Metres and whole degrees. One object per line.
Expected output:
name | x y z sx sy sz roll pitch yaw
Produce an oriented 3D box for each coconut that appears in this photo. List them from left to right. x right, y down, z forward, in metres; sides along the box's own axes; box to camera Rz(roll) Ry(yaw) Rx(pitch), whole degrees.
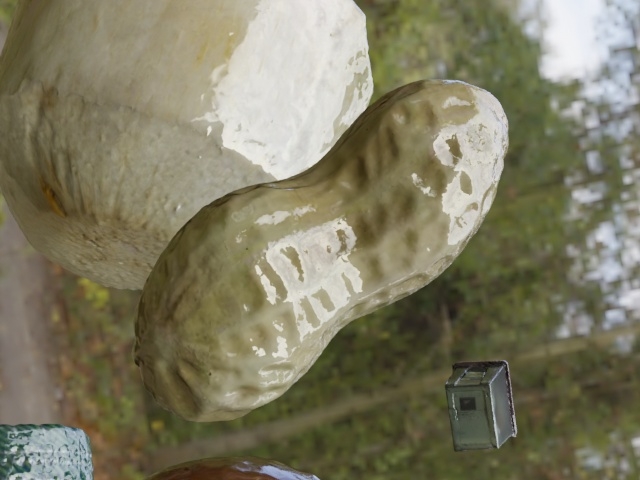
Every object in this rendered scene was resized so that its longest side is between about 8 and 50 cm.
coconut | -0.132 -0.155 1.675 0.345 0.415 0.415 69 9 -60

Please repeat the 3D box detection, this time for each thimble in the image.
thimble | -0.262 0.212 1.460 0.135 0.118 0.090 19 58 -52

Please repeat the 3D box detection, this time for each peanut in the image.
peanut | 0.000 0.000 1.101 0.120 0.298 0.136 49 -7 37

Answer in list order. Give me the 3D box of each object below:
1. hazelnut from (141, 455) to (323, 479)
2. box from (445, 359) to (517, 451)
hazelnut | -0.088 0.447 1.979 0.429 0.402 0.402 35 3 -2
box | 0.162 0.172 1.710 0.063 0.060 0.085 -40 124 -67
